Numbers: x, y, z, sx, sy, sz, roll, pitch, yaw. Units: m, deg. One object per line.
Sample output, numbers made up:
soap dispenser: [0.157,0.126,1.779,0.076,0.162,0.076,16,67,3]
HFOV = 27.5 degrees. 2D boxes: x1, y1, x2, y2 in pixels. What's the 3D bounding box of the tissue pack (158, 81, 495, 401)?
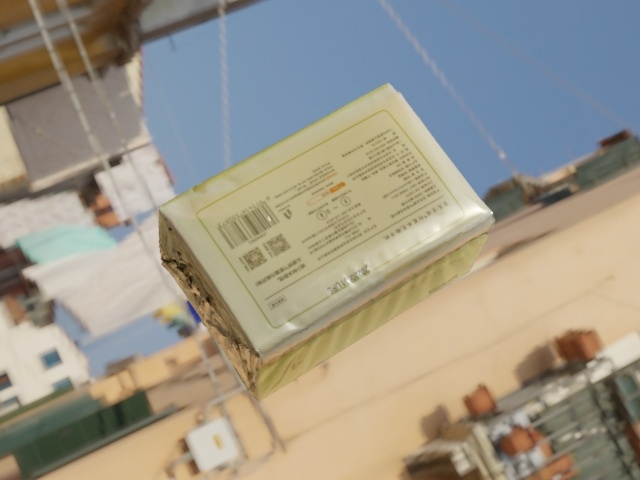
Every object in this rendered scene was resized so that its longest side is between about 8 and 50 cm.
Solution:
tissue pack: [0.000,0.000,1.087,0.159,0.234,0.125,53,-18,19]
